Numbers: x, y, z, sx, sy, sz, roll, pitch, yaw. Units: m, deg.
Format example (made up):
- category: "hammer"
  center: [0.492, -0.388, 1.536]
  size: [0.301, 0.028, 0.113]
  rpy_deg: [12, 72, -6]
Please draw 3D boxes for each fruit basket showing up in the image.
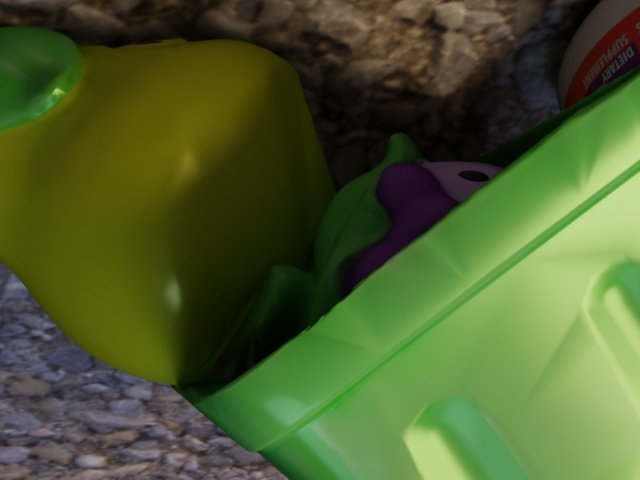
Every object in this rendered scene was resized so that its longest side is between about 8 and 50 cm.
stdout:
- category: "fruit basket"
  center: [0.000, 0.000, 0.813]
  size: [0.283, 0.392, 0.392]
  rpy_deg: [-36, 148, -8]

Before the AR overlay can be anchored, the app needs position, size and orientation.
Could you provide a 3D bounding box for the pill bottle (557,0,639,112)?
- category: "pill bottle"
  center: [0.258, 0.003, 0.857]
  size: [0.181, 0.323, 0.181]
  rpy_deg: [-12, 146, -8]
